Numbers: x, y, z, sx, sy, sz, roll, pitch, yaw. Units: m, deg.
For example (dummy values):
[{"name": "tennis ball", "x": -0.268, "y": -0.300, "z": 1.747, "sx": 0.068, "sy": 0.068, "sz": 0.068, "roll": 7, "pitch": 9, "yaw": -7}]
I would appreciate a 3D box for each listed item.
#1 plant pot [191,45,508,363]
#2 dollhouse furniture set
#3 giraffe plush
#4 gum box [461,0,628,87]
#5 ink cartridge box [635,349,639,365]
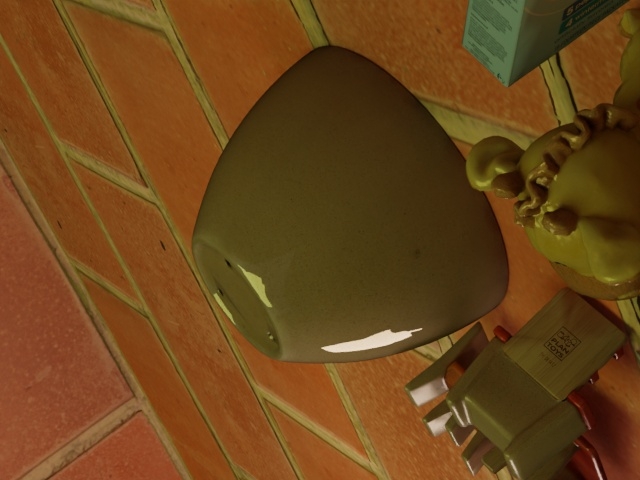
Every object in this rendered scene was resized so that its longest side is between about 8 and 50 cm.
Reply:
[{"name": "plant pot", "x": 0.000, "y": 0.000, "z": 1.406, "sx": 0.284, "sy": 0.191, "sz": 0.284, "roll": 46, "pitch": 160, "yaw": 22}, {"name": "dollhouse furniture set", "x": 0.205, "y": 0.162, "z": 1.347, "sx": 0.262, "sy": 0.135, "sz": 0.259, "roll": 42, "pitch": 171, "yaw": 31}, {"name": "giraffe plush", "x": 0.191, "y": -0.033, "z": 0.922, "sx": 0.210, "sy": 0.170, "sz": 0.181, "roll": 60, "pitch": 161, "yaw": -17}, {"name": "gum box", "x": 0.147, "y": -0.180, "z": 0.795, "sx": 0.041, "sy": 0.157, "sz": 0.184, "roll": 47, "pitch": 160, "yaw": 21}, {"name": "ink cartridge box", "x": 0.340, "y": 0.235, "z": 1.209, "sx": 0.239, "sy": 0.060, "sz": 0.275, "roll": -108, "pitch": -6, "yaw": -60}]
